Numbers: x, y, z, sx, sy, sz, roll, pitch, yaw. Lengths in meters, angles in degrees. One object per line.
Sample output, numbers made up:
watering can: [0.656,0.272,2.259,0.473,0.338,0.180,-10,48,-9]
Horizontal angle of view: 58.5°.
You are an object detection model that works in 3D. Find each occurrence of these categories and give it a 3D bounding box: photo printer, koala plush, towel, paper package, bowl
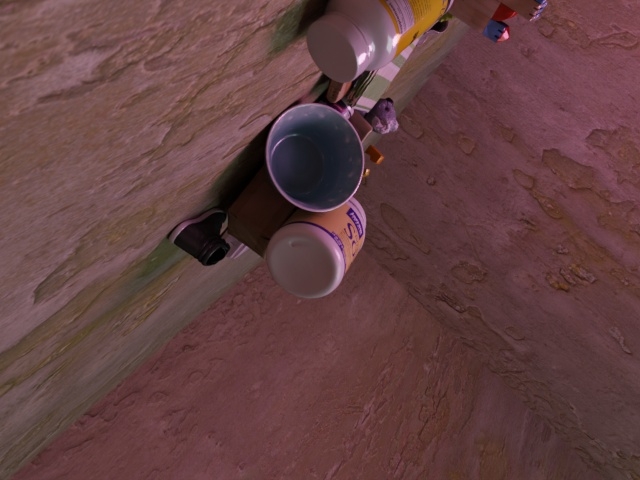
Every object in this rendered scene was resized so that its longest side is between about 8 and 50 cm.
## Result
photo printer: [-0.256,-0.068,2.296,0.256,0.107,0.307,-47,178,22]
koala plush: [0.183,-0.466,2.047,0.203,0.221,0.196,-47,177,19]
towel: [0.204,-0.536,1.735,0.325,0.038,0.248,-55,170,17]
paper package: [-0.151,-0.136,1.910,0.325,0.168,0.309,-55,180,-17]
bowl: [-0.044,-0.235,1.692,0.311,0.312,0.163,-45,-162,-19]

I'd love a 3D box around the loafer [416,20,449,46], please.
loafer: [0.391,-0.766,2.012,0.112,0.111,0.319,-46,177,-7]

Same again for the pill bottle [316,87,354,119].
pill bottle: [0.037,-0.411,1.823,0.193,0.108,0.108,-47,177,-6]

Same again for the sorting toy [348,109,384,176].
sorting toy: [0.077,-0.310,1.893,0.041,0.307,0.229,8,127,-51]

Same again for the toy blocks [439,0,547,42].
toy blocks: [0.527,-0.713,1.580,0.190,0.261,0.381,-41,165,-50]

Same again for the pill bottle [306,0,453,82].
pill bottle: [0.130,-0.494,1.245,0.334,0.188,0.188,-45,177,-23]

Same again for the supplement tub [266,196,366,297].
supplement tub: [0.000,0.000,1.761,0.241,0.241,0.331,-48,-177,34]

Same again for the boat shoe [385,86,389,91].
boat shoe: [0.217,-0.597,2.298,0.178,0.064,0.060,-45,180,26]

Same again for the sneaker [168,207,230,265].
sneaker: [-0.329,-0.005,1.736,0.105,0.147,0.296,-49,178,21]

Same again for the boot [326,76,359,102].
boot: [0.100,-0.531,1.652,0.248,0.090,0.207,-55,-174,46]
